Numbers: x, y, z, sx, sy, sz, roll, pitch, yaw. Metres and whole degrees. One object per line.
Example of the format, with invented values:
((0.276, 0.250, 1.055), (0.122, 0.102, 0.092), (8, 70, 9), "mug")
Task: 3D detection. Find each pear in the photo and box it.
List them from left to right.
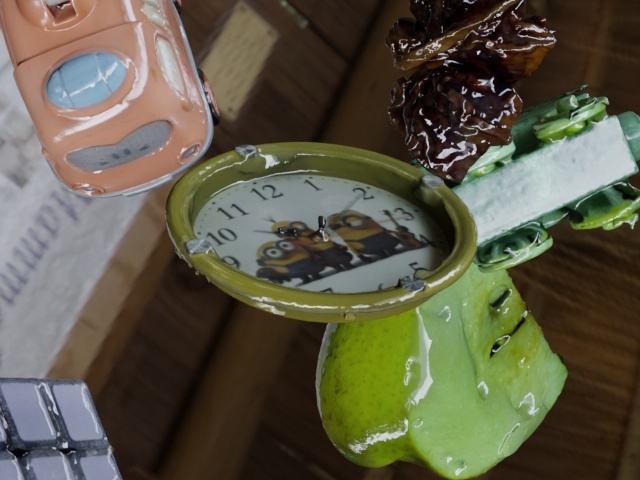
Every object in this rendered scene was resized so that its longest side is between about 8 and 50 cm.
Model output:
((0.122, 0.161, 1.677), (0.238, 0.342, 0.318), (3, -134, 45), "pear")

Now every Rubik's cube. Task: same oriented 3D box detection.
((-0.419, 0.356, 1.551), (0.301, 0.304, 0.305), (-31, 164, 16), "Rubik's cube")

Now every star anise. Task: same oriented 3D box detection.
((0.126, -0.172, 1.255), (0.190, 0.125, 0.220), (-123, -135, -63), "star anise")

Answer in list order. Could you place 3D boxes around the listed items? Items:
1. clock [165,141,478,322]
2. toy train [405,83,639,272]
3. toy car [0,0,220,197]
((0.000, 0.000, 0.975), (0.237, 0.237, 0.057), (-83, 179, -58), "clock")
((0.228, -0.066, 1.443), (0.271, 0.159, 0.188), (-24, -173, -7), "toy train")
((-0.223, -0.182, 1.286), (0.180, 0.271, 0.212), (-20, 174, 4), "toy car")
